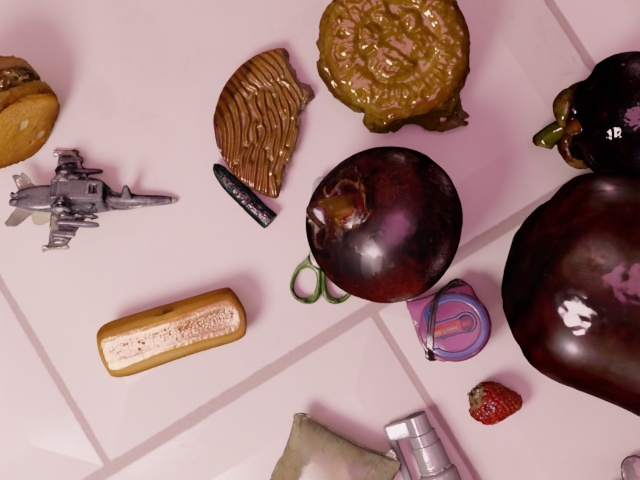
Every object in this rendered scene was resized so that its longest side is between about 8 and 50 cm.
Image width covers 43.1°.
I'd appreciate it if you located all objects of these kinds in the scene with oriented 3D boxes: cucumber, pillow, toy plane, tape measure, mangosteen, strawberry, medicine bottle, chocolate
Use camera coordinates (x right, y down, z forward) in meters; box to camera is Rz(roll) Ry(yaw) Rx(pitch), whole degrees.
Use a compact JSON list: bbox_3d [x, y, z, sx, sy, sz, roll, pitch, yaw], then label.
[{"bbox_3d":[-0.127,-0.075,1.303,0.133,0.032,0.032,44,92,3],"label":"cucumber"},{"bbox_3d":[-0.013,0.429,1.262,0.185,0.075,0.302,25,93,6],"label":"pillow"},{"bbox_3d":[-0.363,-0.071,1.294,0.262,0.088,0.192,-6,61,0],"label":"toy plane"},{"bbox_3d":[0.202,0.126,1.256,0.118,0.074,0.125,-17,83,9],"label":"tape measure"},{"bbox_3d":[0.072,-0.032,1.158,0.236,0.261,0.235,-9,74,34],"label":"mangosteen"},{"bbox_3d":[0.272,0.253,1.252,0.083,0.073,0.073,14,90,-13],"label":"strawberry"},{"bbox_3d":[0.428,-0.181,1.201,0.231,0.194,0.194,1,89,26],"label":"mangosteen"},{"bbox_3d":[0.174,0.379,1.261,0.092,0.061,0.220,-23,86,22],"label":"medicine bottle"},{"bbox_3d":[0.428,0.076,1.129,0.331,0.384,0.383,10,89,21],"label":"chocolate"}]

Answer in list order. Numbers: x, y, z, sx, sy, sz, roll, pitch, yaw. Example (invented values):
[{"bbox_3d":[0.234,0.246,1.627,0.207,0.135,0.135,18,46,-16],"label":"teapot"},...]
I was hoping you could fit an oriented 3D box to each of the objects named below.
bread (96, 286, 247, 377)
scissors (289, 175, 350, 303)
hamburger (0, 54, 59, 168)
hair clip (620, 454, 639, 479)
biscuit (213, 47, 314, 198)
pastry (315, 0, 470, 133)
[{"bbox_3d":[-0.230,0.144,1.284,0.239,0.074,0.092,-17,93,3],"label":"bread"},{"bbox_3d":[0.000,0.000,1.294,0.101,0.027,0.204,-1,91,1],"label":"scissors"},{"bbox_3d":[-0.507,-0.200,1.253,0.118,0.191,0.182,43,99,6],"label":"hamburger"},{"bbox_3d":[0.543,0.363,1.231,0.257,0.075,0.146,-44,84,8],"label":"hair clip"},{"bbox_3d":[-0.083,-0.184,1.294,0.176,0.031,0.228,-20,87,-3],"label":"biscuit"},{"bbox_3d":[0.112,-0.286,1.241,0.240,0.132,0.235,-1,88,5],"label":"pastry"}]
